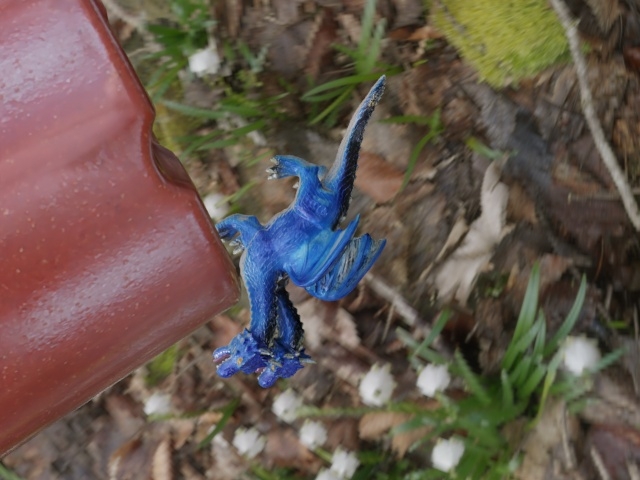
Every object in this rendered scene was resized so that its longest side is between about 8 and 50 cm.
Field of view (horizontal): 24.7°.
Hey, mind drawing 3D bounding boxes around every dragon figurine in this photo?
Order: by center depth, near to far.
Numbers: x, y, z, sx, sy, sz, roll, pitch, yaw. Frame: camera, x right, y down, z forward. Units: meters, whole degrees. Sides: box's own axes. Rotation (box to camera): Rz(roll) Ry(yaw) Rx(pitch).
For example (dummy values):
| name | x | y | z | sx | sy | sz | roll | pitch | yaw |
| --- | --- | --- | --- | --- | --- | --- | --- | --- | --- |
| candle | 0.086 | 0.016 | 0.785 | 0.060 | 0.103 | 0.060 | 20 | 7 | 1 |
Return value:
| name | x | y | z | sx | sy | sz | roll | pitch | yaw |
| --- | --- | --- | --- | --- | --- | --- | --- | --- | --- |
| dragon figurine | 0.000 | 0.000 | 1.303 | 0.289 | 0.085 | 0.144 | -46 | 63 | 3 |

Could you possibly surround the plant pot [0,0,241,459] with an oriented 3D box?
| name | x | y | z | sx | sy | sz | roll | pitch | yaw |
| --- | --- | --- | --- | --- | --- | --- | --- | --- | --- |
| plant pot | -0.191 | -0.004 | 0.565 | 0.265 | 0.272 | 0.272 | -29 | 94 | -6 |
